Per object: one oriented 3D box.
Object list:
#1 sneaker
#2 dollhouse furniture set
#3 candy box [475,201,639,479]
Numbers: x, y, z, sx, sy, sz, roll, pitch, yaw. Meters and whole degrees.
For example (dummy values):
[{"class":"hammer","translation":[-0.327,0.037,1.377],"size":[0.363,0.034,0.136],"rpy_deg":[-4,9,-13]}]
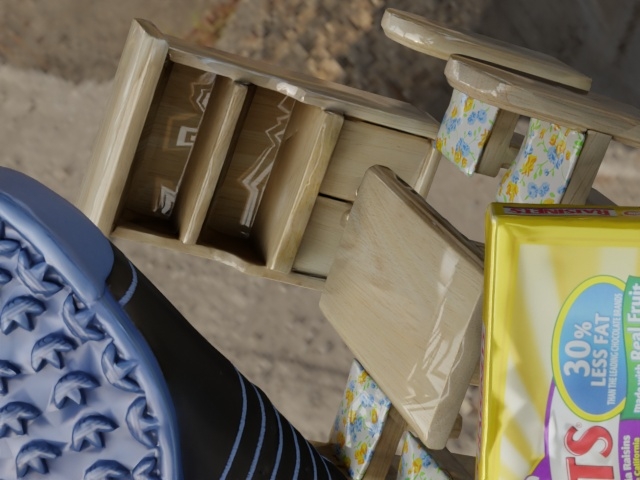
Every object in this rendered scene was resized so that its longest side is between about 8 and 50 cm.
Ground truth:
[{"class":"sneaker","translation":[-0.041,0.073,0.460],"size":[0.081,0.232,0.090],"rpy_deg":[-24,16,19]},{"class":"dollhouse furniture set","translation":[0.000,0.000,0.712],"size":[0.212,0.161,0.242],"rpy_deg":[-71,23,14]},{"class":"candy box","translation":[0.107,0.089,0.574],"size":[0.105,0.205,0.027],"rpy_deg":[2,15,4]}]
